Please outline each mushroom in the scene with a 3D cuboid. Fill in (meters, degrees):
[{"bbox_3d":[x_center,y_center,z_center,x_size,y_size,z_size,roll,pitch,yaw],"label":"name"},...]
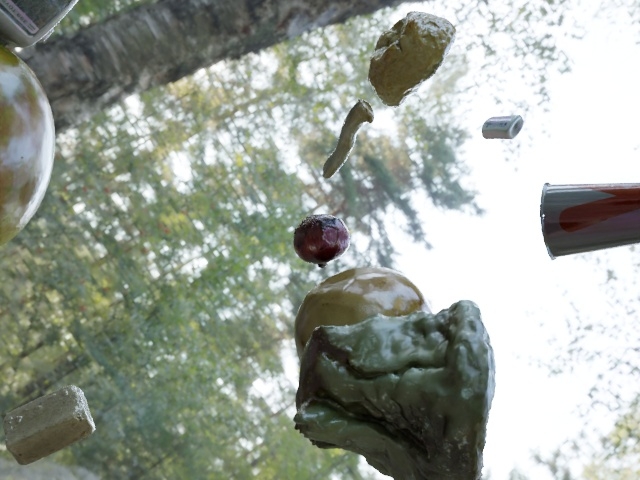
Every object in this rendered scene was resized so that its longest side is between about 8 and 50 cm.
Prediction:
[{"bbox_3d":[0.058,-0.219,1.695,0.054,0.202,0.059,24,30,-11],"label":"mushroom"}]

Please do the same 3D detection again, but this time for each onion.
[{"bbox_3d":[0.000,0.000,1.721,0.131,0.131,0.131,47,-19,22],"label":"onion"}]

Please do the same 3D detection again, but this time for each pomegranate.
[{"bbox_3d":[0.103,0.200,1.614,0.319,0.319,0.319,47,-19,22],"label":"pomegranate"}]

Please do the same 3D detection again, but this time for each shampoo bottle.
[{"bbox_3d":[0.445,-0.279,1.904,0.099,0.072,0.043,7,-41,49],"label":"shampoo bottle"}]

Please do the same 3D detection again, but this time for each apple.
[{"bbox_3d":[-0.406,-0.099,0.800,0.246,0.246,0.226,39,-52,40],"label":"apple"}]

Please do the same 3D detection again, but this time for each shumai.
[{"bbox_3d":[0.119,0.271,1.342,0.323,0.324,0.397,10,-43,2],"label":"shumai"}]

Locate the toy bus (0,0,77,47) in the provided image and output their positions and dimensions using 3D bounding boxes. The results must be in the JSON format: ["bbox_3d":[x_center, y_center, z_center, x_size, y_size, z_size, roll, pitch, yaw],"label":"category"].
[{"bbox_3d":[-0.412,-0.307,0.926,0.342,0.138,0.097,18,-22,44],"label":"toy bus"}]

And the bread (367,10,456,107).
[{"bbox_3d":[0.199,-0.429,1.784,0.134,0.244,0.244,37,-14,-14],"label":"bread"}]

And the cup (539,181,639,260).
[{"bbox_3d":[0.686,-0.060,1.823,0.288,0.203,0.203,-4,-54,31],"label":"cup"}]

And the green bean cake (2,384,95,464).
[{"bbox_3d":[-0.600,0.405,1.695,0.109,0.179,0.085,51,-19,52],"label":"green bean cake"}]
